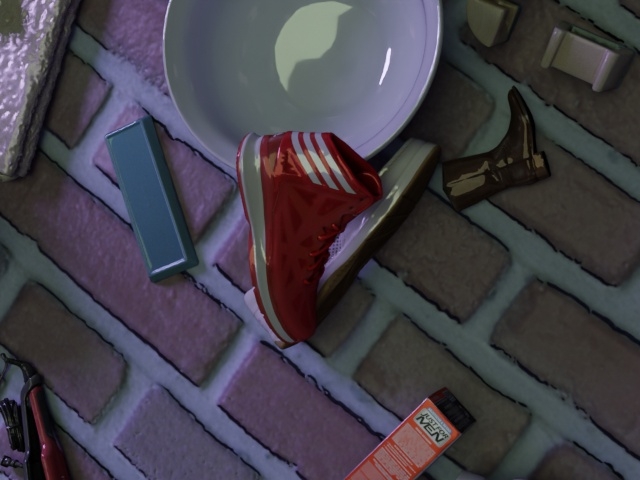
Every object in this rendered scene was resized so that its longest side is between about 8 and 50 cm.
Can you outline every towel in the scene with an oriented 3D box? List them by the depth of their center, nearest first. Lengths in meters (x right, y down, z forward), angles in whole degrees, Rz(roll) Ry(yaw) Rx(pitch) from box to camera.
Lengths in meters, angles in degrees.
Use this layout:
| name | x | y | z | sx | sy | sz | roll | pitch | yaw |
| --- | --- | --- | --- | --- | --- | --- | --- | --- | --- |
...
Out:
| name | x | y | z | sx | sy | sz | roll | pitch | yaw |
| --- | --- | --- | --- | --- | --- | --- | --- | --- | --- |
| towel | -0.406 | -0.227 | 1.225 | 0.187 | 0.049 | 0.282 | 20 | 94 | 18 |

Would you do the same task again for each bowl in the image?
| name | x | y | z | sx | sy | sz | roll | pitch | yaw |
| --- | --- | --- | --- | --- | --- | --- | --- | --- | --- |
| bowl | -0.005 | -0.202 | 1.040 | 0.298 | 0.134 | 0.298 | -1 | 87 | 19 |

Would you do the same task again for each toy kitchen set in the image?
| name | x | y | z | sx | sy | sz | roll | pitch | yaw |
| --- | --- | --- | --- | --- | --- | --- | --- | --- | --- |
| toy kitchen set | 0.262 | -0.278 | 0.980 | 0.166 | 0.122 | 0.207 | 28 | 117 | 17 |

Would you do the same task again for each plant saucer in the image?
| name | x | y | z | sx | sy | sz | roll | pitch | yaw |
| --- | --- | --- | --- | --- | --- | --- | --- | --- | --- |
| plant saucer | -0.204 | -0.050 | 1.165 | 0.067 | 0.018 | 0.192 | -22 | 83 | 17 |

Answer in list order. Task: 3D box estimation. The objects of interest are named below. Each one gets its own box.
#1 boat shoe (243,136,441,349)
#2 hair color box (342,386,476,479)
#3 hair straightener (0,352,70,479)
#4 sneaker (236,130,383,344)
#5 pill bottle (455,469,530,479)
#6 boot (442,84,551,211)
| name | x | y | z | sx | sy | sz | roll | pitch | yaw |
| --- | --- | --- | --- | --- | --- | --- | --- | --- | --- |
| boat shoe | 0.014 | -0.012 | 1.047 | 0.096 | 0.098 | 0.277 | 43 | 103 | 14 |
| hair color box | 0.079 | 0.230 | 1.020 | 0.167 | 0.093 | 0.053 | -45 | 76 | 12 |
| hair straightener | -0.363 | 0.249 | 1.195 | 0.089 | 0.047 | 0.230 | -22 | 81 | 17 |
| sneaker | 0.000 | 0.000 | 0.949 | 0.128 | 0.087 | 0.221 | -4 | 117 | 16 |
| pill bottle | 0.213 | 0.297 | 0.962 | 0.187 | 0.112 | 0.112 | 18 | 94 | 19 |
| boot | 0.171 | -0.095 | 1.031 | 0.114 | 0.037 | 0.106 | -19 | 80 | 22 |
